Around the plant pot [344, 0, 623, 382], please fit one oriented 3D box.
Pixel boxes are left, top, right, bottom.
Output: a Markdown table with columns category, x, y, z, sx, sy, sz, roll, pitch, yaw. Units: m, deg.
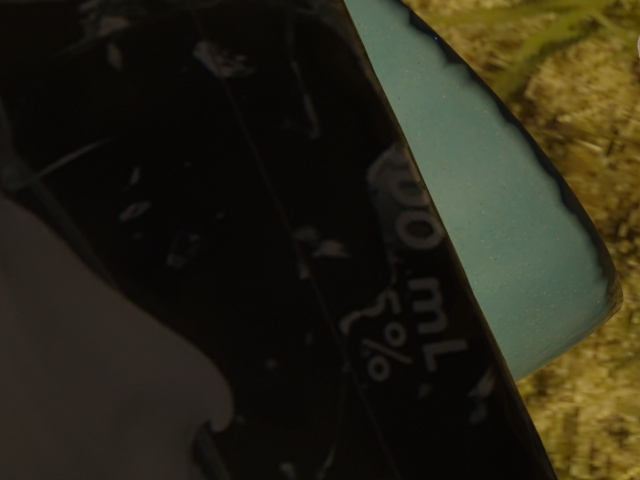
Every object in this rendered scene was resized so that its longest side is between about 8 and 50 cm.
| category | x | y | z | sx | sy | sz | roll | pitch | yaw |
| --- | --- | --- | --- | --- | --- | --- | --- | --- | --- |
| plant pot | 0.000 | 0.000 | 1.026 | 0.195 | 0.290 | 0.290 | -43 | 59 | -7 |

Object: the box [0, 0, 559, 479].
| category | x | y | z | sx | sy | sz | roll | pitch | yaw |
| --- | --- | --- | --- | --- | --- | --- | --- | --- | --- |
| box | -0.248 | 0.025 | 0.485 | 0.297 | 0.472 | 0.479 | -29 | 85 | 59 |

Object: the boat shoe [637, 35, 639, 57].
| category | x | y | z | sx | sy | sz | roll | pitch | yaw |
| --- | --- | --- | --- | --- | --- | --- | --- | --- | --- |
| boat shoe | 0.337 | -0.168 | 1.502 | 0.096 | 0.088 | 0.267 | -52 | 26 | 0 |
